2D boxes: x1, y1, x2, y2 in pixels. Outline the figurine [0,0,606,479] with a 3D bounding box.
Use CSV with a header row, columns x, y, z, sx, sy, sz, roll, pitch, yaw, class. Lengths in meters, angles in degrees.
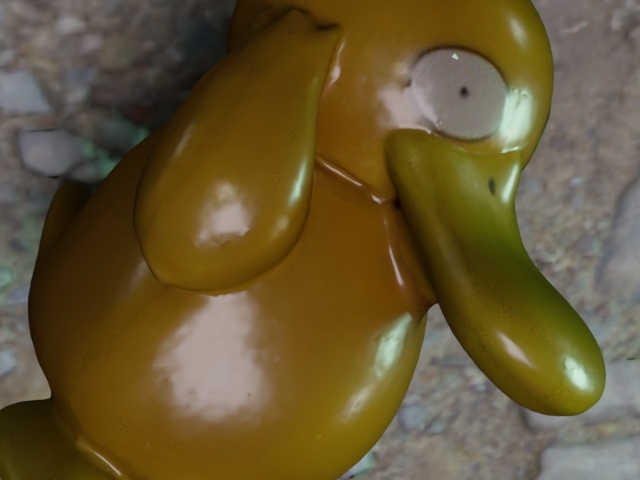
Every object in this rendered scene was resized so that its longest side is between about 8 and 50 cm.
x,y,z,sx,sy,sz,roll,pitch,yaw,class
-0.009,0.001,0.474,0.228,0.215,0.215,-30,124,21,figurine
